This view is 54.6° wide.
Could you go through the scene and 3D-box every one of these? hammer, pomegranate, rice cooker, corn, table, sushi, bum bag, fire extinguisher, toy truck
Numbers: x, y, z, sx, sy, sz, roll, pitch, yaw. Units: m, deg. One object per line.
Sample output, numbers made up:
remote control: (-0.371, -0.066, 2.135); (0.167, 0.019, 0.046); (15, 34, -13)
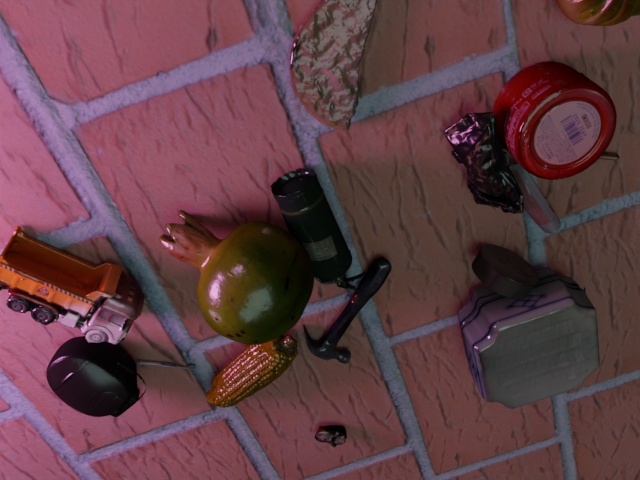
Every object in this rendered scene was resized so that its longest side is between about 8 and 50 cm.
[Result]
hammer: (0.064, 0.149, 1.352); (0.137, 0.037, 0.290); (19, 118, -23)
pomegranate: (-0.157, 0.054, 1.149); (0.301, 0.236, 0.236); (37, 111, -7)
rice cooker: (-0.467, 0.285, 1.296); (0.142, 0.118, 0.203); (-38, 120, 14)
corn: (-0.153, 0.286, 1.370); (0.261, 0.097, 0.097); (-39, 121, 20)
table: (0.386, 0.065, 1.297); (0.133, 0.133, 0.043); (14, 121, -18)
sushi: (0.030, 0.489, 1.560); (0.083, 0.044, 0.046); (11, 121, -19)
bum bag: (0.313, -0.142, 1.180); (0.069, 0.102, 0.248); (-42, 125, -19)
fire extinguisher: (0.000, 0.000, 1.215); (0.118, 0.093, 0.295); (-11, 126, 20)
toy truck: (-0.476, 0.091, 1.178); (0.270, 0.114, 0.135); (28, 119, -22)

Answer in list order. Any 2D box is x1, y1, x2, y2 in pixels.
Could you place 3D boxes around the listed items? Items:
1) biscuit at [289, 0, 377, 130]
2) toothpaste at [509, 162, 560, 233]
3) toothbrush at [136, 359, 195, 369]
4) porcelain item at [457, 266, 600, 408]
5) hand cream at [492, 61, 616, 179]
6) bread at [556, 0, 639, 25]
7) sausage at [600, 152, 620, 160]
biscuit: (0.014, -0.309, 1.050); (0.133, 0.032, 0.250); (3, 122, -13)
toothpaste: (0.427, -0.087, 1.262); (0.067, 0.043, 0.194); (-14, 133, 44)
toothbrush: (-0.343, 0.277, 1.378); (0.131, 0.011, 0.013); (8, 133, -15)
porcelain item: (0.467, 0.218, 1.396); (0.285, 0.157, 0.282); (-19, 122, 4)
hand cream: (0.423, -0.217, 1.129); (0.192, 0.125, 0.193); (-4, 125, -6)
bread: (0.489, -0.447, 1.006); (0.213, 0.105, 0.214); (-3, 120, -6)
sausage: (0.558, -0.171, 1.246); (0.100, 0.015, 0.015); (3, 122, -12)
